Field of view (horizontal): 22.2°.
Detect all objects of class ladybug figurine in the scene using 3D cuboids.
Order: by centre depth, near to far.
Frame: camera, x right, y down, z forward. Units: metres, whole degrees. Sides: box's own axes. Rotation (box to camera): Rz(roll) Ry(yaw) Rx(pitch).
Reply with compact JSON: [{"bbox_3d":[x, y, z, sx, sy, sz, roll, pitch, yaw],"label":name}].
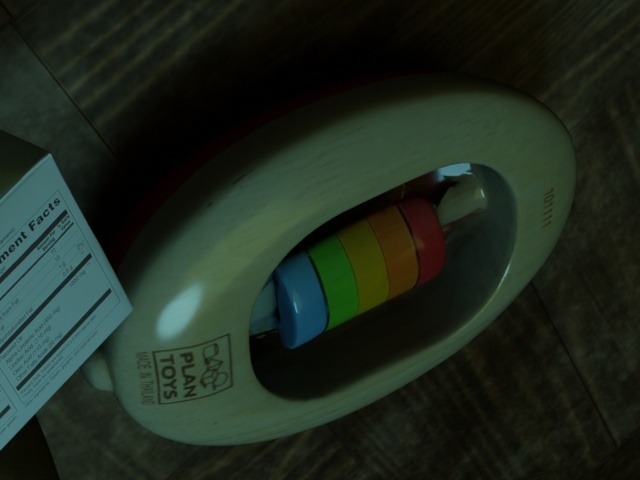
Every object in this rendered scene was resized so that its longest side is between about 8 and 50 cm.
[{"bbox_3d":[0.000,0.000,1.320,0.449,0.162,0.305,-22,134,-25],"label":"ladybug figurine"}]

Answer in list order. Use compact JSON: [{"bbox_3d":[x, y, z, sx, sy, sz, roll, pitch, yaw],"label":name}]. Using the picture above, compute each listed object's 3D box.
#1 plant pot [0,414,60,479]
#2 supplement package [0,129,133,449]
[{"bbox_3d":[-0.284,0.158,1.127,0.237,0.254,0.237,-22,128,-33],"label":"plant pot"},{"bbox_3d":[-0.289,0.020,0.998,0.204,0.262,0.145,-49,142,-24],"label":"supplement package"}]
